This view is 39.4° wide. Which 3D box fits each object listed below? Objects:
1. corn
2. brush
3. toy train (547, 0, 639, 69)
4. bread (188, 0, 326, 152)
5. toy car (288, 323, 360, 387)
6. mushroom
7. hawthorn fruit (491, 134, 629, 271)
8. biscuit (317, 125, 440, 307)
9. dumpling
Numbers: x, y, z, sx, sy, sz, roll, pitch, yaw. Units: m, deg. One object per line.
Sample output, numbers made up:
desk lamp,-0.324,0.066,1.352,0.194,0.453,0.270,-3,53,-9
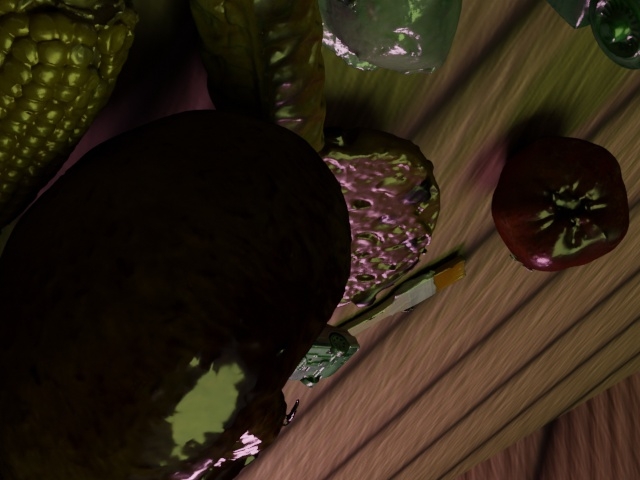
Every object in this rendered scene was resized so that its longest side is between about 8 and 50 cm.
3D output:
corn,-0.234,-0.081,0.635,0.119,0.119,0.322,-1,142,-46
brush,0.081,0.120,1.409,0.336,0.020,0.085,-29,153,-3
toy train,0.284,-0.275,0.757,0.145,0.202,0.266,-26,153,-14
bread,-0.049,-0.156,0.738,0.269,0.098,0.087,86,24,-60
toy car,-0.049,0.154,1.269,0.224,0.076,0.090,9,134,-42
mushroom,-0.110,0.093,0.706,0.334,0.356,0.331,-7,-157,44
hawthorn fruit,0.314,-0.055,1.201,0.185,0.185,0.202,-36,-171,8
biscuit,-0.005,-0.020,0.982,0.296,0.075,0.296,-10,142,-8
dumpling,0.051,-0.207,0.734,0.149,0.105,0.216,-24,153,-16
